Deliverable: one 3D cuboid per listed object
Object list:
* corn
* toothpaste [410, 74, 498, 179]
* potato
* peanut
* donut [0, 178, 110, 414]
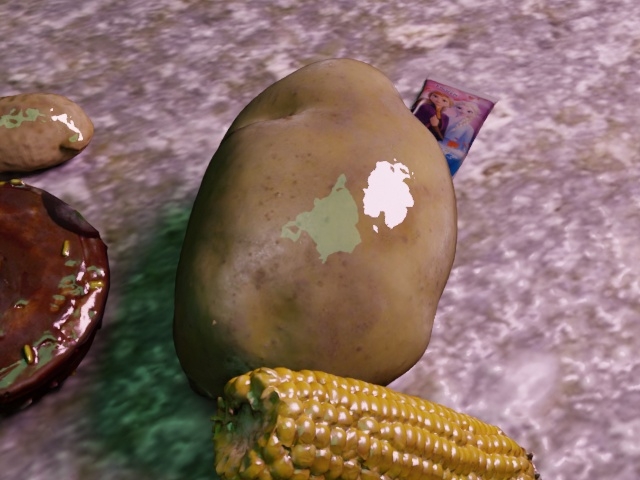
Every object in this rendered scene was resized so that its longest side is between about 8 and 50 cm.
[{"bbox_3d":[0.059,0.168,0.546,0.318,0.115,0.115,28,47,-37],"label":"corn"},{"bbox_3d":[0.131,-0.114,0.854,0.096,0.061,0.266,24,51,10],"label":"toothpaste"},{"bbox_3d":[0.000,0.000,0.652,0.243,0.221,0.326,2,58,8],"label":"potato"},{"bbox_3d":[-0.352,-0.112,0.766,0.214,0.099,0.099,-9,58,-10],"label":"peanut"},{"bbox_3d":[-0.306,0.050,0.662,0.230,0.096,0.216,21,54,7],"label":"donut"}]
